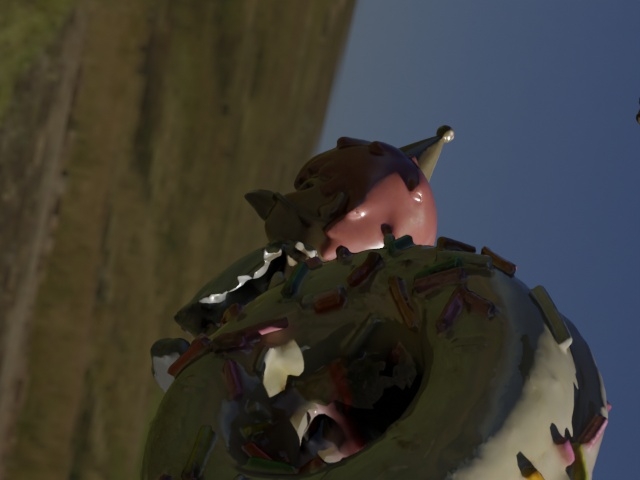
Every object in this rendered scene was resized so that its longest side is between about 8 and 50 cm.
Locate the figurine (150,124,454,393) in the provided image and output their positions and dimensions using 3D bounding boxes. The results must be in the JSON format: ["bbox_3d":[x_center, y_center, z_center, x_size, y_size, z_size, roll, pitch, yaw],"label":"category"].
[{"bbox_3d":[0.000,0.000,1.707,0.387,0.166,0.207,-48,163,-23],"label":"figurine"}]

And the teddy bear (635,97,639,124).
[{"bbox_3d":[0.314,-0.125,1.304,0.190,0.140,0.177,-43,-145,-10],"label":"teddy bear"}]

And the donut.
[{"bbox_3d":[0.029,0.143,1.393,0.382,0.383,0.142,-82,150,-49],"label":"donut"}]
